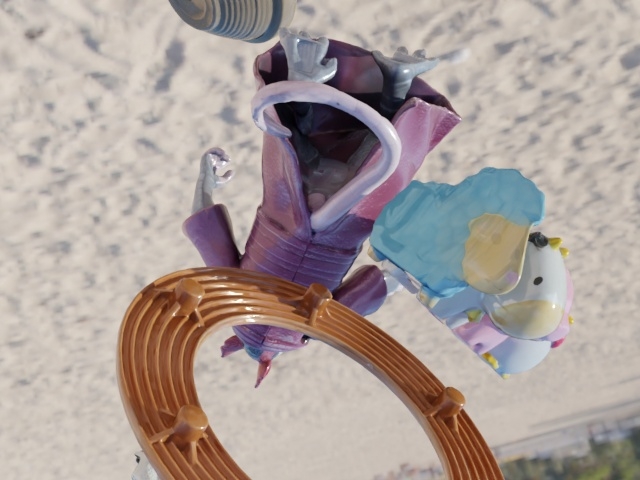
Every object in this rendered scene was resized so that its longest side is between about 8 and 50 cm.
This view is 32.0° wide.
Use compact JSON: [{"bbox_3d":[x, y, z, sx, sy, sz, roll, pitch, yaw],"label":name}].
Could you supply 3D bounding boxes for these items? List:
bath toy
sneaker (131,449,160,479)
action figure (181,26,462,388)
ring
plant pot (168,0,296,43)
[{"bbox_3d":[0.163,0.039,0.990,0.129,0.151,0.348,-48,156,0],"label":"bath toy"},{"bbox_3d":[-0.190,0.280,1.248,0.044,0.109,0.040,-2,133,-5],"label":"sneaker"},{"bbox_3d":[0.000,0.000,1.035,0.248,0.370,0.275,18,-156,-10],"label":"action figure"},{"bbox_3d":[0.009,0.129,0.811,0.337,0.336,0.032,0,132,-49],"label":"ring"},{"bbox_3d":[-0.154,-0.381,1.624,0.110,0.237,0.237,-39,179,-29],"label":"plant pot"}]
